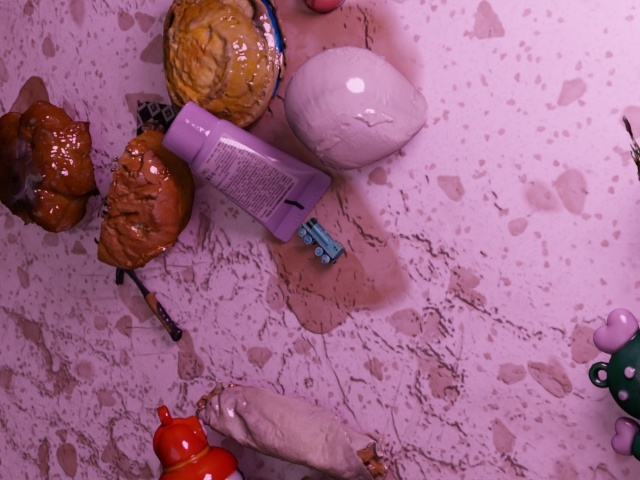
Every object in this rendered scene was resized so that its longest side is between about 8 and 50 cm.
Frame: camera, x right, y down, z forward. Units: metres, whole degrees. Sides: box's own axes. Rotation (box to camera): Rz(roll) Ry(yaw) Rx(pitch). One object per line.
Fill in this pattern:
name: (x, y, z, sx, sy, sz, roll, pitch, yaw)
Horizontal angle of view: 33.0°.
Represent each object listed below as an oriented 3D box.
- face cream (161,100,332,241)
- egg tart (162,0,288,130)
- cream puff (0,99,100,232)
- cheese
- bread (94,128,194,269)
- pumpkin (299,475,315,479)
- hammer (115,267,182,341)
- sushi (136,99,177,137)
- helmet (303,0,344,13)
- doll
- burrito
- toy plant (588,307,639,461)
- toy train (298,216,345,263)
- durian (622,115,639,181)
face cream: (-0.130, -0.123, 1.813, 0.274, 0.096, 0.154, 34, 117, -6)
egg tart: (-0.181, -0.310, 1.841, 0.290, 0.107, 0.291, 7, 102, 34)
cream puff: (-0.536, -0.138, 2.084, 0.241, 0.155, 0.269, -28, 79, 34)
cheese: (0.043, -0.209, 1.666, 0.198, 0.189, 0.154, -26, 50, 33)
bread: (-0.301, -0.058, 1.929, 0.147, 0.160, 0.261, 24, 116, 9)
pumpkin: (0.008, 0.512, 1.824, 0.110, 0.217, 0.217, 11, 107, -7)
hammer: (-0.327, 0.113, 2.057, 0.201, 0.021, 0.078, 51, 121, 19)
sushi: (-0.305, -0.192, 1.993, 0.120, 0.026, 0.126, 11, 103, 34)
helmet: (0.002, -0.401, 1.735, 0.084, 0.049, 0.065, -28, 80, 35)
doll: (-0.205, 0.456, 1.917, 0.160, 0.182, 0.363, -25, 93, -7)
burrito: (-0.056, 0.325, 1.873, 0.392, 0.076, 0.117, 15, 100, 30)
toy plant: (0.481, 0.187, 1.456, 0.243, 0.112, 0.233, -24, 85, 29)
toy train: (0.000, 0.000, 1.811, 0.092, 0.029, 0.045, 49, 113, 20)
durian: (0.531, -0.030, 1.389, 0.375, 0.106, 0.132, 41, 120, 22)
